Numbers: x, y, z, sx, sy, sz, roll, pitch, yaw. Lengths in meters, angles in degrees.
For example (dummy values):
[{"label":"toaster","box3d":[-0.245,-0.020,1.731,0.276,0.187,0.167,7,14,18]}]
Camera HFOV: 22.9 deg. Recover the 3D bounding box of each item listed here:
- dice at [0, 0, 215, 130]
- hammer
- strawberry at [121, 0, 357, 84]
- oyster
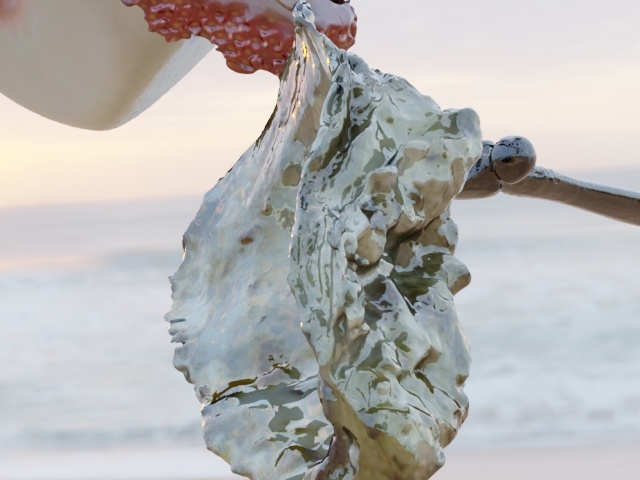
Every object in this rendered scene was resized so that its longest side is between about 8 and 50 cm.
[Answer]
[{"label":"dice","box3d":[-0.150,-0.283,1.088,0.304,0.304,0.277,-49,4,-28]},{"label":"hammer","box3d":[0.101,-0.019,0.652,0.065,0.021,0.178,-14,-13,37]},{"label":"strawberry","box3d":[-0.044,-0.134,0.877,0.152,0.048,0.104,7,35,-37]},{"label":"oyster","box3d":[0.000,0.005,0.406,0.056,0.105,0.177,25,13,-22]}]
